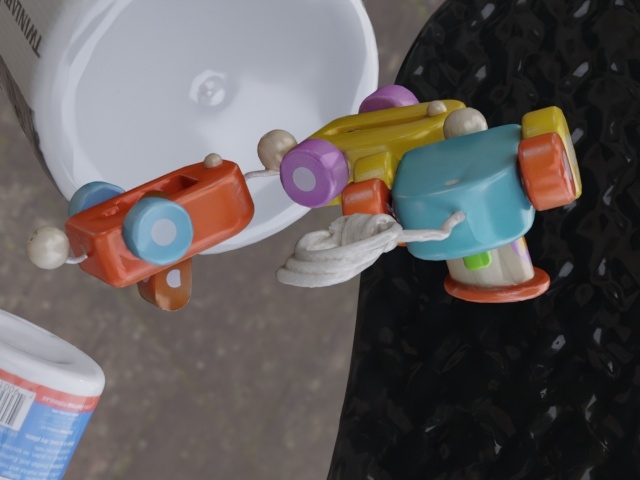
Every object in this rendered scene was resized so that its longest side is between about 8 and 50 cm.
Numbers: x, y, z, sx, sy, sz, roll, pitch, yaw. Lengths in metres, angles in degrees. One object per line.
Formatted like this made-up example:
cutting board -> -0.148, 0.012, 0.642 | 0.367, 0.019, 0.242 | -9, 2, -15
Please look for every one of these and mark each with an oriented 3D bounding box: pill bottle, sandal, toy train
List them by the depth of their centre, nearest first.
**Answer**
toy train -> 0.000, 0.000, 0.523 | 0.125, 0.166, 0.046 | -26, 108, -25
sandal -> 0.064, 0.127, 0.613 | 0.107, 0.167, 0.445 | 43, 61, -62
pill bottle -> -0.078, -0.101, 0.766 | 0.130, 0.245, 0.130 | -9, 118, -18
pill bottle -> -0.234, 0.158, 1.195 | 0.221, 0.124, 0.124 | -64, 157, 6
